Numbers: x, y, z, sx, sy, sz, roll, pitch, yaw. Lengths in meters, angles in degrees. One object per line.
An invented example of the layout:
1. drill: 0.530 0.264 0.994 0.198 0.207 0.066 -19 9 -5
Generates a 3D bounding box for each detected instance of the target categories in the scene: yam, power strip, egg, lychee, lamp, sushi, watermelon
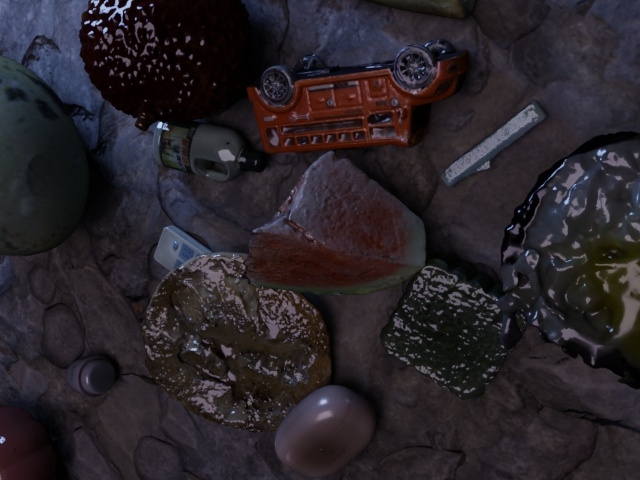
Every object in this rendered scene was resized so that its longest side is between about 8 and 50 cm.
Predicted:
1. yam: 0.057 -0.414 0.960 0.372 0.083 0.083 22 110 22
2. power strip: -0.248 0.045 1.235 0.192 0.035 0.081 33 115 17
3. egg: -0.640 -0.164 1.215 0.345 0.345 0.428 -34 100 28
4. lychee: -0.250 -0.321 1.033 0.276 0.276 0.304 7 79 25
5. lamp: -0.790 0.550 1.500 0.306 0.240 0.305 6 103 26
6. sushi: 0.383 0.011 0.762 0.300 0.294 0.281 21 109 22
7. watermelon: 0.000 0.000 0.989 0.310 0.193 0.231 6 139 43

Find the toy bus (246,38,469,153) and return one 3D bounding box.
1. toy bus: 0.063 -0.217 0.966 0.329 0.143 0.153 -1 110 26

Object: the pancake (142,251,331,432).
1. pancake: -0.156 0.196 1.182 0.387 0.082 0.386 6 111 15

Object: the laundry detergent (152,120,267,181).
1. laundry detergent: -0.200 -0.163 1.146 0.226 0.070 0.099 15 99 22

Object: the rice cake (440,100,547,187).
1. rice cake: 0.259 -0.139 0.941 0.180 0.030 0.042 -39 86 29

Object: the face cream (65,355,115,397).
1. face cream: -0.514 0.301 1.394 0.095 0.091 0.091 -4 99 35

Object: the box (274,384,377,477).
1. box: 0.008 0.345 1.123 0.146 0.088 0.200 34 116 -18

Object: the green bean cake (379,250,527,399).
1. green bean cake: 0.213 0.134 0.988 0.185 0.094 0.183 33 113 17
